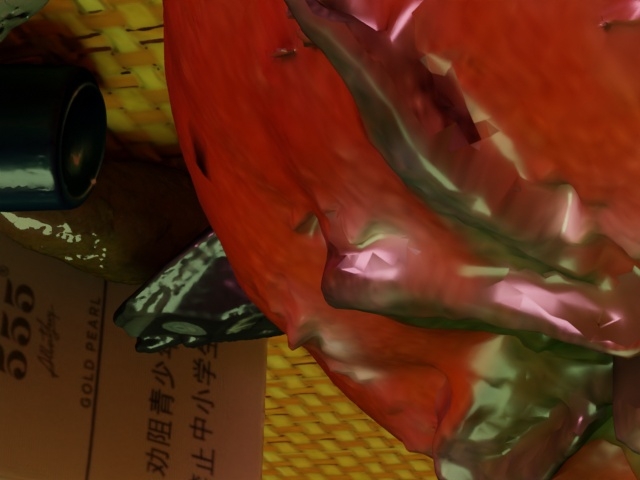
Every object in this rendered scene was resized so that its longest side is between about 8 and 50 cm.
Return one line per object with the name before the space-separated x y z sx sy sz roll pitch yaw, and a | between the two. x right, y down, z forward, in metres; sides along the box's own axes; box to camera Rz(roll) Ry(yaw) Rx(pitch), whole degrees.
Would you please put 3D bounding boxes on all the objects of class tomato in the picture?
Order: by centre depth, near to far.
tomato | 0.121 -0.063 0.472 0.341 0.273 0.341 19 155 9

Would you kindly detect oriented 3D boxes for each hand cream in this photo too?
hand cream | -0.229 -0.040 0.773 0.270 0.120 0.061 -1 110 7

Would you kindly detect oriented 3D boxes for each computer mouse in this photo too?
computer mouse | 0.000 0.000 0.813 0.192 0.062 0.106 -16 169 12

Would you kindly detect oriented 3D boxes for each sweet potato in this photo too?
sweet potato | -0.074 -0.005 0.865 0.206 0.060 0.068 20 -174 -37

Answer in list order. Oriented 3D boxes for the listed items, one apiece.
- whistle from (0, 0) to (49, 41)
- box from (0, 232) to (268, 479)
whistle | -0.176 -0.087 0.683 0.235 0.077 0.114 -14 160 38
box | -0.150 0.058 0.874 0.259 0.168 0.071 19 147 -27
